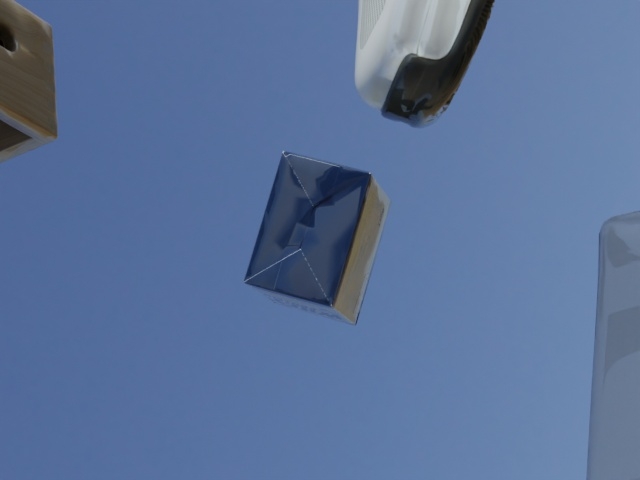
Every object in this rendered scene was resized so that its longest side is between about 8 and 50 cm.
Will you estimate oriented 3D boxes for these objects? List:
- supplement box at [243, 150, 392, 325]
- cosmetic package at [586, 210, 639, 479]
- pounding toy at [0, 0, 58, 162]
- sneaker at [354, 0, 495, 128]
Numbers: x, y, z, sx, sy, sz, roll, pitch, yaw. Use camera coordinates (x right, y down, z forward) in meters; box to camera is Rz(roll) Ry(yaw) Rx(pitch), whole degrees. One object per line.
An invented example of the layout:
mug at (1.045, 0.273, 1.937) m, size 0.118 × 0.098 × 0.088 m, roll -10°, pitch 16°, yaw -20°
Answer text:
supplement box at (0.000, 0.000, 1.033) m, size 0.083 × 0.056 × 0.083 m, roll 42°, pitch -116°, yaw -75°
cosmetic package at (0.314, 0.196, 0.634) m, size 0.329 × 0.327 × 0.394 m, roll 14°, pitch -104°, yaw -40°
pounding toy at (-0.214, -0.105, 0.884) m, size 0.141 × 0.130 × 0.100 m, roll 33°, pitch -137°, yaw -54°
sneaker at (-0.005, -0.295, 1.078) m, size 0.169 × 0.257 × 0.447 m, roll 118°, pitch 159°, yaw -75°
